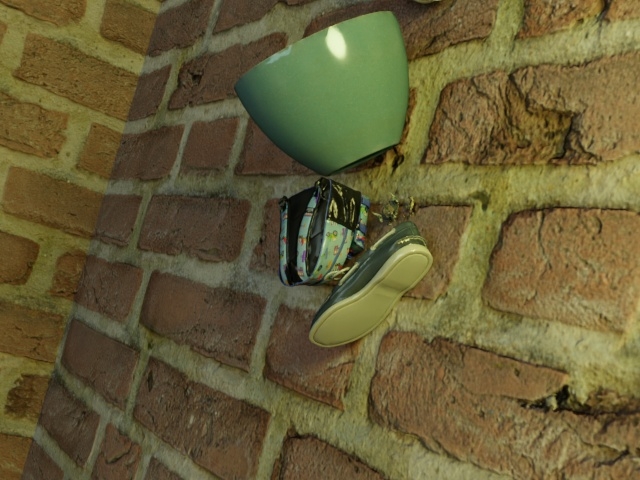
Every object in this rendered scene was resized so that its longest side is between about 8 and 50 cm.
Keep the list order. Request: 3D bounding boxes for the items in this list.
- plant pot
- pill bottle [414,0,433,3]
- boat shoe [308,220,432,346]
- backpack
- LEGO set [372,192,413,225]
[{"bbox_3d":[0.030,-0.220,1.488,0.290,0.290,0.195,-25,90,53],"label":"plant pot"},{"bbox_3d":[0.163,-0.448,1.530,0.086,0.086,0.152,-66,31,11],"label":"pill bottle"},{"bbox_3d":[0.067,0.069,1.398,0.254,0.095,0.079,-50,38,32],"label":"boat shoe"},{"bbox_3d":[0.000,0.000,1.527,0.158,0.117,0.173,-22,55,53],"label":"backpack"},{"bbox_3d":[0.121,-0.048,1.453,0.083,0.023,0.054,14,89,47],"label":"LEGO set"}]
